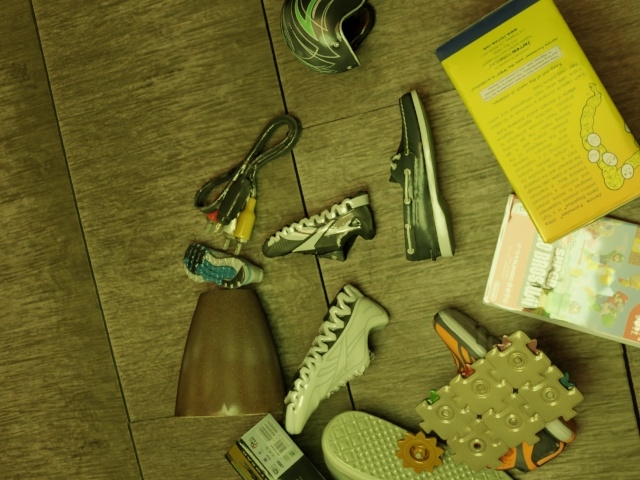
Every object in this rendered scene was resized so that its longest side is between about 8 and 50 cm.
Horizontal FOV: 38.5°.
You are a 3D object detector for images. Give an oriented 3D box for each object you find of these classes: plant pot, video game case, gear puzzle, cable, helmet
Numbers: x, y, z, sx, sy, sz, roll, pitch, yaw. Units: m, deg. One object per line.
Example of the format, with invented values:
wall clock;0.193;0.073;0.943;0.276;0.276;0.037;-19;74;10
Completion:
plant pot;-0.169;0.212;1.726;0.215;0.215;0.231;-6;80;20
video game case;0.440;0.050;1.574;0.285;0.025;0.204;15;101;16
gear puzzle;0.266;0.295;1.542;0.175;0.044;0.339;46;114;-4
cable;-0.139;-0.121;1.753;0.139;0.072;0.287;34;94;30
helmet;0.011;-0.377;1.599;0.169;0.169;0.162;28;89;14

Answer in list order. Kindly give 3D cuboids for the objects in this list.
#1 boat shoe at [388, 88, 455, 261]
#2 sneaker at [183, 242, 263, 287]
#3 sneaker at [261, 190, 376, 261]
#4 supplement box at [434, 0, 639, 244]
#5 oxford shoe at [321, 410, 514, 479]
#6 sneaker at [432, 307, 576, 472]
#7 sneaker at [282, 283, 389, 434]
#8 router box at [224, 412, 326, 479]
boat shoe;0.164;-0.110;1.604;0.091;0.114;0.303;-10;92;14
sneaker;-0.187;0.054;1.770;0.190;0.083;0.071;18;98;40
sneaker;0.000;0.000;1.691;0.234;0.078;0.106;-25;86;18
supplement box;0.365;-0.194;1.467;0.195;0.194;0.357;-30;83;17
oxford shoe;0.203;0.453;1.659;0.449;0.169;0.130;26;148;7
sneaker;0.277;0.280;1.605;0.180;0.124;0.321;-45;81;17
sneaker;0.026;0.225;1.654;0.118;0.110;0.292;29;76;-1
router box;-0.042;0.476;1.681;0.081;0.243;0.309;-38;81;-21
